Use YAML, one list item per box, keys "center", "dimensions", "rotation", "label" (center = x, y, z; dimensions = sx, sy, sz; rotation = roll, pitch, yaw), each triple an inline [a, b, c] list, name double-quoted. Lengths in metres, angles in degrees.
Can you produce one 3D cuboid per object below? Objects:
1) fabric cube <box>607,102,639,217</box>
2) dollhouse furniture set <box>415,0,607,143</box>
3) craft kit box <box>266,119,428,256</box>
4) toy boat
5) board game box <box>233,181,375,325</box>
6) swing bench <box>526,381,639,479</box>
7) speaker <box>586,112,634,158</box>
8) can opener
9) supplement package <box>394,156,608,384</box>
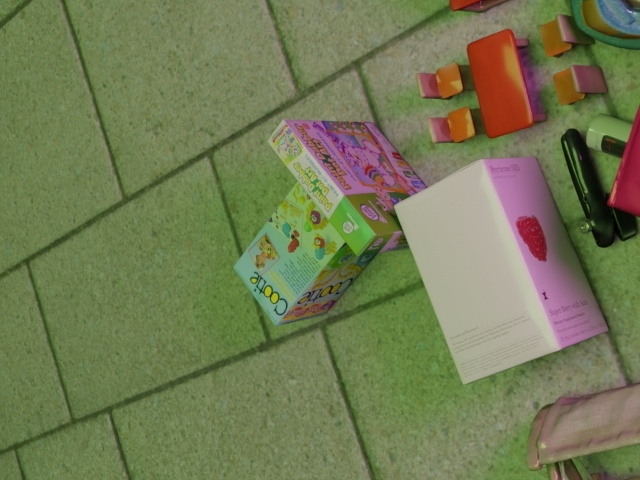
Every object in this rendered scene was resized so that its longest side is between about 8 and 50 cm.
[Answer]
- center: [0.549, -0.124, 1.260]
  dimensions: [0.258, 0.259, 0.254]
  rotation: [26, 112, 34]
  label: "fabric cube"
- center: [0.258, -0.286, 1.555]
  dimensions: [0.262, 0.135, 0.259]
  rotation: [-17, 85, 39]
  label: "dollhouse furniture set"
- center: [0.071, -0.090, 1.657]
  dimensions: [0.250, 0.247, 0.061]
  rotation: [52, 124, 21]
  label: "craft kit box"
- center: [0.377, -0.379, 1.368]
  dimensions: [0.318, 0.148, 0.267]
  rotation: [46, 156, -4]
  label: "toy boat"
- center: [0.000, 0.000, 1.791]
  dimensions: [0.144, 0.142, 0.275]
  rotation: [53, 123, 22]
  label: "board game box"
- center: [0.447, 0.326, 1.453]
  dimensions: [0.253, 0.165, 0.254]
  rotation: [-25, 79, 38]
  label: "swing bench"
- center: [0.450, -0.137, 1.470]
  dimensions: [0.136, 0.055, 0.055]
  rotation: [26, 111, 34]
  label: "speaker"
- center: [0.397, -0.077, 1.527]
  dimensions: [0.059, 0.073, 0.186]
  rotation: [111, 139, -70]
  label: "can opener"
- center: [0.271, 0.041, 1.554]
  dimensions: [0.175, 0.177, 0.293]
  rotation: [-28, 78, 37]
  label: "supplement package"
